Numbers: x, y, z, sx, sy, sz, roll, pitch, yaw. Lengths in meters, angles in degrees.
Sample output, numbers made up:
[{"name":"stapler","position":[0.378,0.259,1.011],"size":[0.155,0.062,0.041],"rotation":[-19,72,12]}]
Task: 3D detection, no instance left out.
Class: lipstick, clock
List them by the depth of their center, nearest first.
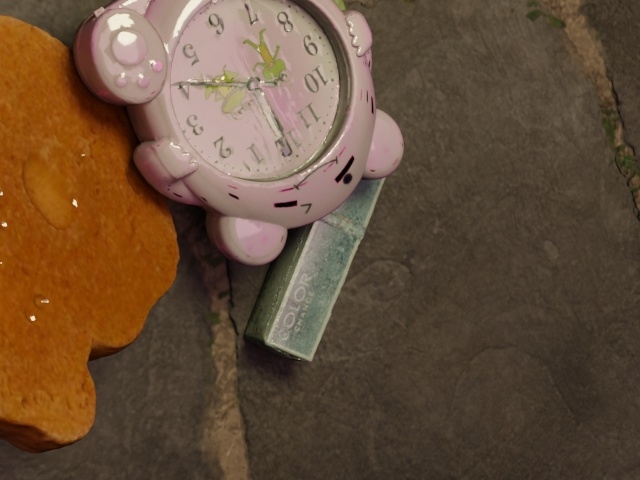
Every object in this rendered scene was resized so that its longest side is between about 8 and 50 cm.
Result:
[{"name":"clock","position":[-0.072,-0.158,1.315],"size":[0.295,0.113,0.322],"rotation":[-36,110,-17]},{"name":"lipstick","position":[0.000,0.000,1.454],"size":[0.077,0.076,0.289],"rotation":[26,81,-28]}]

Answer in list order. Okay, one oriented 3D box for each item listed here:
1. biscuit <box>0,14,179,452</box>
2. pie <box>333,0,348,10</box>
[{"name":"biscuit","position":[-0.288,-0.026,1.179],"size":[0.350,0.078,0.455],"rotation":[58,32,-24]},{"name":"pie","position":[-0.088,-0.213,1.402],"size":[0.302,0.067,0.302],"rotation":[-2,94,-28]}]
